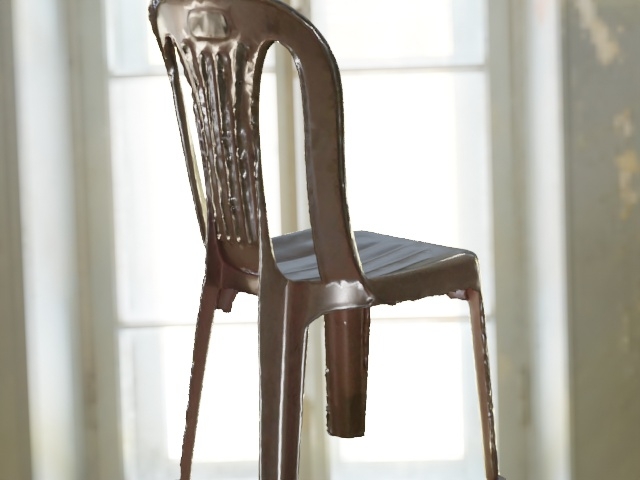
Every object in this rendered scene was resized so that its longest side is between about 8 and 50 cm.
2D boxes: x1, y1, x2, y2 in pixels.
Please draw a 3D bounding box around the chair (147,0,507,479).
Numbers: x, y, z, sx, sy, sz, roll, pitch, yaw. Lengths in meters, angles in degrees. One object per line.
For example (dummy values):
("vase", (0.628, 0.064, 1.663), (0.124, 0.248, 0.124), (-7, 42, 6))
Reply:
("chair", (0.000, 0.000, 1.055), (0.183, 0.327, 0.175), (-9, -166, -39))
